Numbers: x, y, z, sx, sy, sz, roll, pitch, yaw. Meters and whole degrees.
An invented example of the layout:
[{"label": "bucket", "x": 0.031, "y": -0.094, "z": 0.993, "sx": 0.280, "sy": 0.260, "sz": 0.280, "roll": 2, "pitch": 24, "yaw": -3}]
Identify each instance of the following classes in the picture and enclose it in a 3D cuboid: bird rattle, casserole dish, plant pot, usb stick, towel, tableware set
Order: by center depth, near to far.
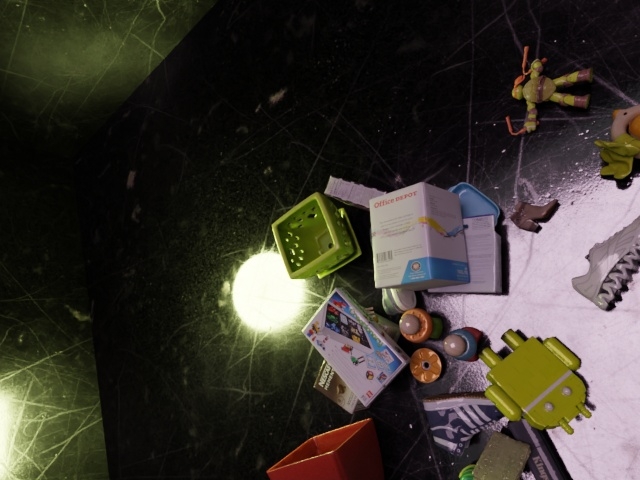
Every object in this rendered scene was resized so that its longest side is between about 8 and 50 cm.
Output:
[{"label": "bird rattle", "x": 0.816, "y": -0.256, "z": 1.119, "sx": 0.253, "sy": 0.143, "sz": 0.207, "roll": -5, "pitch": 61, "yaw": 32}, {"label": "usb stick", "x": 0.573, "y": 0.581, "z": 1.164, "sx": 0.077, "sy": 0.045, "sz": 0.278, "roll": -34, "pitch": 63, "yaw": 25}, {"label": "towel", "x": 0.463, "y": 0.570, "z": 1.173, "sx": 0.110, "sy": 0.027, "sz": 0.148, "roll": 11, "pitch": 56, "yaw": 46}, {"label": "casserole dish", "x": 0.458, "y": -0.093, "z": 1.391, "sx": 0.114, "sy": 0.037, "sz": 0.188, "roll": -52, "pitch": 56, "yaw": 16}, {"label": "plant pot", "x": 0.048, "y": 0.731, "z": 1.391, "sx": 0.267, "sy": 0.267, "sz": 0.235, "roll": -31, "pitch": 76, "yaw": 27}, {"label": "tableware set", "x": 0.113, "y": 0.265, "z": 1.426, "sx": 0.154, "sy": 0.024, "sz": 0.104, "roll": -16, "pitch": 79, "yaw": 30}, {"label": "plant pot", "x": 0.000, "y": 0.000, "z": 1.594, "sx": 0.228, "sy": 0.207, "sz": 0.227, "roll": -33, "pitch": 64, "yaw": 26}]

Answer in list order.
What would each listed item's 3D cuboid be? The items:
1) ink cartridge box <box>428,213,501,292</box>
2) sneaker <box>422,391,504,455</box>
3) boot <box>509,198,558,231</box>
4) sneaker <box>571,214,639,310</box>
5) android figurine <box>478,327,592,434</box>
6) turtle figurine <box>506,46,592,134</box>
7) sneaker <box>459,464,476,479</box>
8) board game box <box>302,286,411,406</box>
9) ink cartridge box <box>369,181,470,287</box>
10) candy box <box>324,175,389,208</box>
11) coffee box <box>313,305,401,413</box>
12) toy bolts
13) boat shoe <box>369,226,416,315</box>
[{"label": "ink cartridge box", "x": 0.422, "y": 0.044, "z": 1.358, "sx": 0.223, "sy": 0.045, "sz": 0.224, "roll": -5, "pitch": 79, "yaw": 47}, {"label": "sneaker", "x": 0.429, "y": 0.499, "z": 1.253, "sx": 0.282, "sy": 0.099, "sz": 0.153, "roll": -16, "pitch": 75, "yaw": 31}, {"label": "boot", "x": 0.594, "y": -0.085, "z": 1.289, "sx": 0.087, "sy": 0.042, "sz": 0.118, "roll": 44, "pitch": 106, "yaw": 36}, {"label": "sneaker", "x": 0.736, "y": 0.025, "z": 1.132, "sx": 0.118, "sy": 0.110, "sz": 0.292, "roll": 38, "pitch": 103, "yaw": 44}, {"label": "android figurine", "x": 0.546, "y": 0.358, "z": 1.166, "sx": 0.248, "sy": 0.056, "sz": 0.273, "roll": -32, "pitch": 55, "yaw": -12}, {"label": "turtle figurine", "x": 0.641, "y": -0.438, "z": 1.299, "sx": 0.217, "sy": 0.087, "sz": 0.269, "roll": 8, "pitch": 85, "yaw": 36}, {"label": "sneaker", "x": 0.474, "y": 0.704, "z": 1.161, "sx": 0.295, "sy": 0.123, "sz": 0.109, "roll": 30, "pitch": 98, "yaw": 35}, {"label": "board game box", "x": 0.100, "y": 0.315, "z": 1.385, "sx": 0.305, "sy": 0.053, "sz": 0.193, "roll": 46, "pitch": 110, "yaw": 25}, {"label": "ink cartridge box", "x": 0.284, "y": -0.002, "z": 1.334, "sx": 0.198, "sy": 0.197, "sz": 0.270, "roll": -15, "pitch": 72, "yaw": 46}, {"label": "candy box", "x": 0.151, "y": -0.141, "z": 1.544, "sx": 0.233, "sy": 0.159, "sz": 0.071, "roll": 23, "pitch": 94, "yaw": 37}, {"label": "coffee box", "x": 0.120, "y": 0.379, "z": 1.483, "sx": 0.168, "sy": 0.119, "sz": 0.297, "roll": 25, "pitch": 94, "yaw": 36}, {"label": "toy bolts", "x": 0.331, "y": 0.312, "z": 1.321, "sx": 0.228, "sy": 0.158, "sz": 0.218, "roll": 2, "pitch": 82, "yaw": 36}, {"label": "boat shoe", "x": 0.210, "y": 0.088, "z": 1.484, "sx": 0.099, "sy": 0.116, "sz": 0.319, "roll": -41, "pitch": 56, "yaw": 45}]
